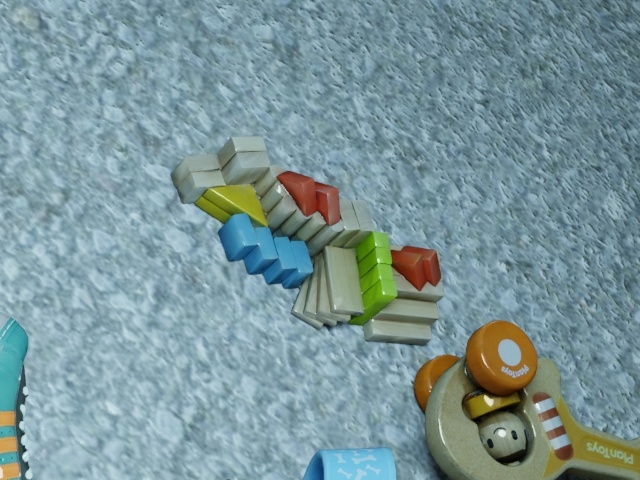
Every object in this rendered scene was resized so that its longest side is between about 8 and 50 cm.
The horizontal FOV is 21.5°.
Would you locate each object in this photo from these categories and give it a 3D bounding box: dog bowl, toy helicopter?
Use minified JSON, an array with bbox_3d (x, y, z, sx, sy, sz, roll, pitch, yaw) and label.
[{"bbox_3d":[0.020,0.332,1.705,0.074,0.166,0.297,13,38,-10],"label":"dog bowl"},{"bbox_3d":[0.276,0.252,1.950,0.355,0.140,0.235,18,57,-25],"label":"toy helicopter"}]

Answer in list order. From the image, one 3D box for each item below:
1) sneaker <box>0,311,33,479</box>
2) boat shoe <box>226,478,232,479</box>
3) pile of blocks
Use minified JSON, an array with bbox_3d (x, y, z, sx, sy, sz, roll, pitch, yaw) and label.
[{"bbox_3d":[-0.324,0.219,1.622,0.121,0.108,0.302,26,60,-17],"label":"sneaker"},{"bbox_3d":[-0.087,0.361,1.650,0.103,0.113,0.302,14,32,-19],"label":"boat shoe"},{"bbox_3d":[0.000,0.000,1.942,0.362,0.112,0.149,29,51,-14],"label":"pile of blocks"}]
